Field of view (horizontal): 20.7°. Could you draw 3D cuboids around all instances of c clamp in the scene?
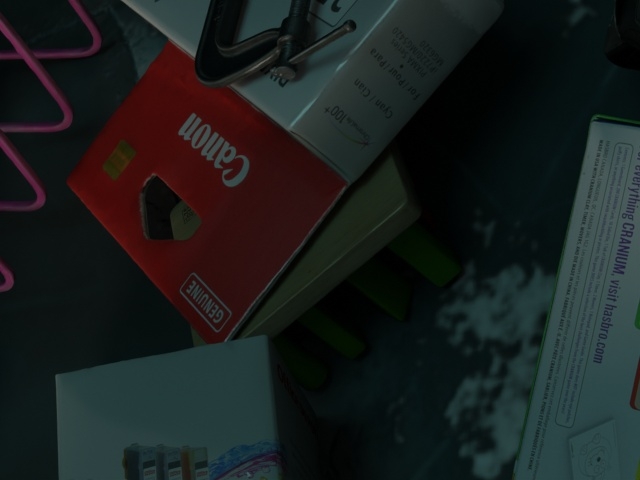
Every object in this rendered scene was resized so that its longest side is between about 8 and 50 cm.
[{"bbox_3d":[-0.019,-0.148,1.016,0.137,0.022,0.161,-27,42,37],"label":"c clamp"}]

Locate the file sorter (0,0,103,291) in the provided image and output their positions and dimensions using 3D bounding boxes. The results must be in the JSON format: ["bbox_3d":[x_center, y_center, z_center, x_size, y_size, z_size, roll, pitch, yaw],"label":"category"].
[{"bbox_3d":[-0.294,-0.074,1.193,0.182,0.202,0.291,1,59,26],"label":"file sorter"}]

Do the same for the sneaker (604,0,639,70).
[{"bbox_3d":[0.195,-0.143,0.947,0.106,0.078,0.234,-24,59,27],"label":"sneaker"}]

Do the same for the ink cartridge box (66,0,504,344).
[{"bbox_3d":[-0.055,-0.103,1.088,0.261,0.066,0.296,-51,34,1],"label":"ink cartridge box"}]

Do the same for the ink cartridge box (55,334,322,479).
[{"bbox_3d":[-0.066,0.162,0.964,0.127,0.128,0.176,-10,60,8],"label":"ink cartridge box"}]

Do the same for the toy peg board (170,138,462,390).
[{"bbox_3d":[0.000,0.000,1.058,0.161,0.079,0.161,-40,35,17],"label":"toy peg board"}]

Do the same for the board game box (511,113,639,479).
[{"bbox_3d":[0.241,0.084,0.783,0.316,0.064,0.242,14,91,42],"label":"board game box"}]
